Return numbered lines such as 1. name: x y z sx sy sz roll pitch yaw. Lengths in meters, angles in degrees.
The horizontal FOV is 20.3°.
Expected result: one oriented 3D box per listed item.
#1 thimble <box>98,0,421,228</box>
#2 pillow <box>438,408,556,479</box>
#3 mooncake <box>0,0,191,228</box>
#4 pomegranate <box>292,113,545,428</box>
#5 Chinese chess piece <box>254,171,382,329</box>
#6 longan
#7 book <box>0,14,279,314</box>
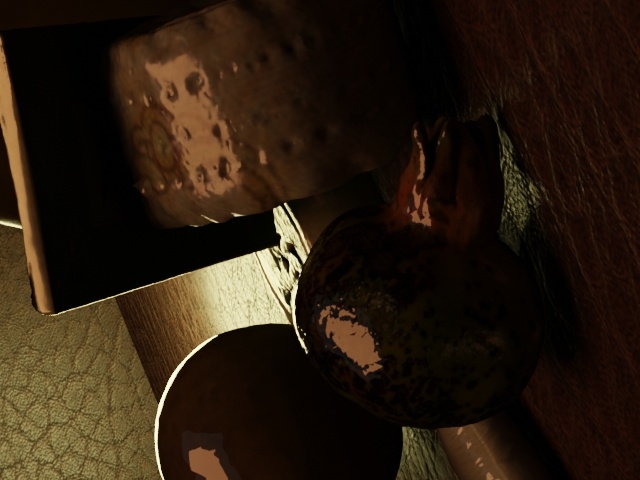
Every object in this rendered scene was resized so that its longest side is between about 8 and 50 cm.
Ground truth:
1. thimble: -0.056 -0.140 1.653 0.291 0.291 0.195 10 120 71
2. pillow: 0.187 0.249 1.734 0.254 0.078 0.144 60 172 28
3. mooncake: -0.281 -0.233 2.014 0.467 0.467 0.262 87 166 -48
4. pomegranate: 0.097 0.028 1.581 0.204 0.222 0.277 72 -147 -82
5. Chinese chess piece: 0.000 0.000 1.986 0.250 0.101 0.250 56 160 34
6. longan: -0.046 0.234 2.086 0.297 0.297 0.297 58 161 34
7. book: -0.171 -0.089 1.746 0.031 0.379 0.264 -8 94 33
